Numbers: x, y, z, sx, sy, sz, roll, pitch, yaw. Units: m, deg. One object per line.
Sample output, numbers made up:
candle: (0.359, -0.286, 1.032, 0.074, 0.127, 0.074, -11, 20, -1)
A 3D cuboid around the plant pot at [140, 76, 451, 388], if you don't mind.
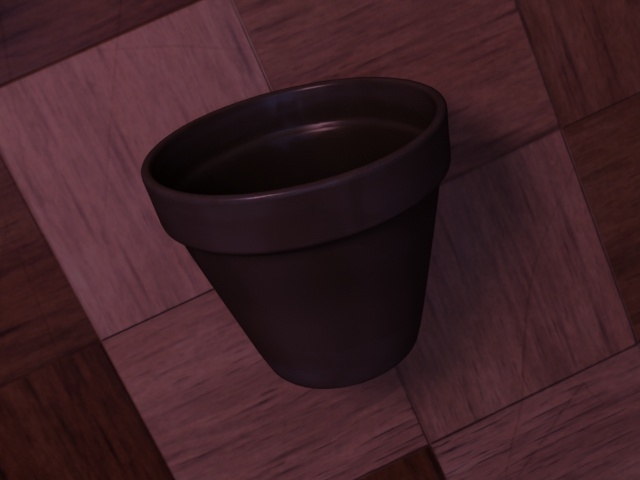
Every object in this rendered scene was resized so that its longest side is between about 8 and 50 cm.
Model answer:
plant pot: (0.000, 0.000, 0.833, 0.323, 0.323, 0.280, -17, 118, -5)
